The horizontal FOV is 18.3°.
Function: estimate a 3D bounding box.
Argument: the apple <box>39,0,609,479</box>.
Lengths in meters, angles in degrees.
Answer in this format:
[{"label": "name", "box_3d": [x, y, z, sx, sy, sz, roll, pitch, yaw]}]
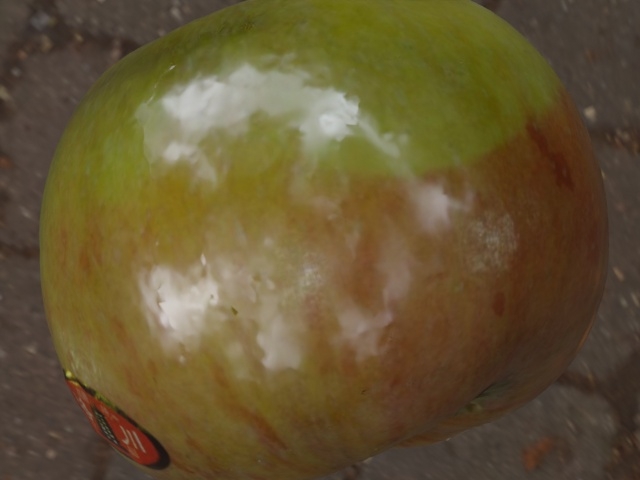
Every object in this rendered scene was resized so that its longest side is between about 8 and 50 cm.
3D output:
[{"label": "apple", "box_3d": [0.000, 0.000, 0.839, 0.261, 0.261, 0.194, -15, 86, 12]}]
